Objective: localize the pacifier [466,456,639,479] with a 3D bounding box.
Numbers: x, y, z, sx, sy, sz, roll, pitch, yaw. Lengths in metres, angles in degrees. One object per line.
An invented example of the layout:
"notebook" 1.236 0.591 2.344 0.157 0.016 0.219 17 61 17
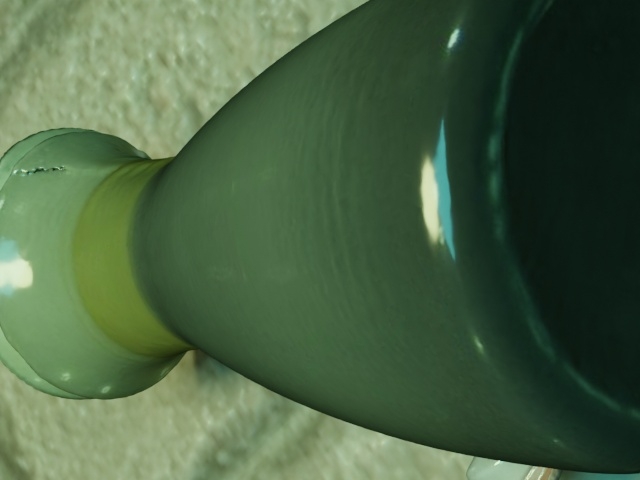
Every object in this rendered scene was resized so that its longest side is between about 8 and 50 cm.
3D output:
"pacifier" 0.098 0.085 0.676 0.078 0.081 0.099 28 79 1

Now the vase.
"vase" 0.000 0.000 0.665 0.321 0.173 0.173 -9 80 50
